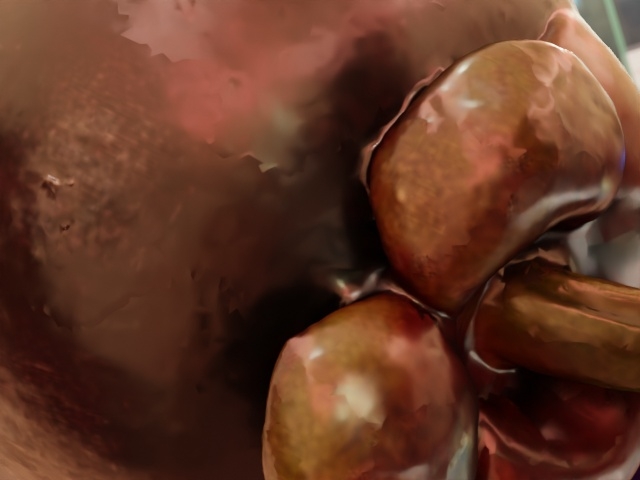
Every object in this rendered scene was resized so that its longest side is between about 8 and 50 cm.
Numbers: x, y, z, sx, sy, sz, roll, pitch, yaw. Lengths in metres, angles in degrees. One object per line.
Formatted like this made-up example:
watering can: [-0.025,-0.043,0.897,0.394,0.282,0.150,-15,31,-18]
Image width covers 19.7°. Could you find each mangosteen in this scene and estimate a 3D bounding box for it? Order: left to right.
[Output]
mangosteen: [0.000,0.000,0.918,0.382,0.435,0.382,-33,-31,-24]
